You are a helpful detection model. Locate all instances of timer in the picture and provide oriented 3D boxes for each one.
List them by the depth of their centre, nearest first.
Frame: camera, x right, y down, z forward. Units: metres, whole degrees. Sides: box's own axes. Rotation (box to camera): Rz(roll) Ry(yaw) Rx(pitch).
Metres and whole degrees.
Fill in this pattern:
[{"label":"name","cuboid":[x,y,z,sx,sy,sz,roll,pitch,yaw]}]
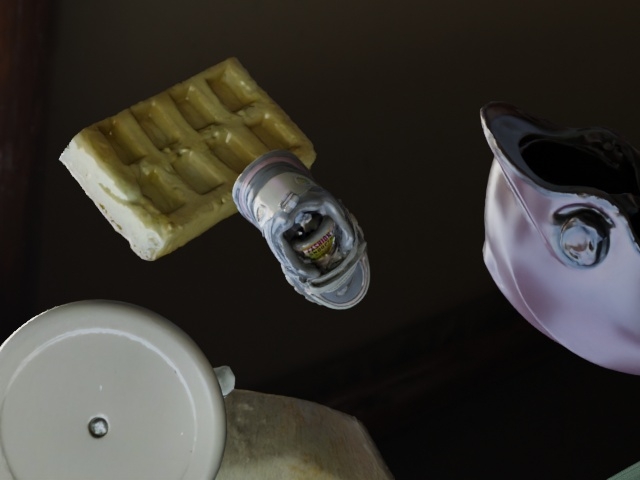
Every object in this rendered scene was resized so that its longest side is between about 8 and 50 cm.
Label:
[{"label":"timer","cuboid":[-0.150,0.125,0.918,0.175,0.175,0.266,10,-178,1]}]

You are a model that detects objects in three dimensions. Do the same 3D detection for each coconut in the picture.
[{"label":"coconut","cuboid":[-0.093,0.347,1.240,0.346,0.360,0.346,10,165,3]}]

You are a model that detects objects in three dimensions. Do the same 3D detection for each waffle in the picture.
[{"label":"waffle","cuboid":[-0.143,-0.100,1.325,0.274,0.057,0.168,-32,-104,-38]}]

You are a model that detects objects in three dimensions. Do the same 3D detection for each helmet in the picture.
[{"label":"helmet","cuboid":[0.287,0.012,1.162,0.338,0.197,0.271,22,-155,5]}]

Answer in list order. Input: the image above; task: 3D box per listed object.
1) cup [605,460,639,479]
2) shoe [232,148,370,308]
[{"label":"cup","cuboid":[0.581,0.415,1.602,0.392,0.401,0.310,-32,-120,-4]},{"label":"shoe","cuboid":[0.000,0.000,1.051,0.089,0.180,0.092,-39,-149,-5]}]
